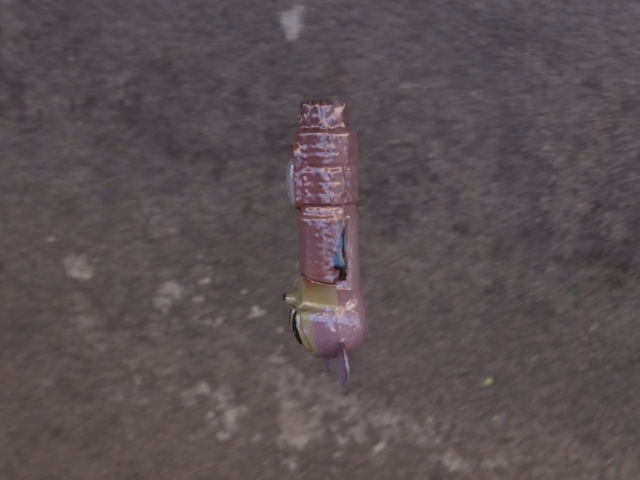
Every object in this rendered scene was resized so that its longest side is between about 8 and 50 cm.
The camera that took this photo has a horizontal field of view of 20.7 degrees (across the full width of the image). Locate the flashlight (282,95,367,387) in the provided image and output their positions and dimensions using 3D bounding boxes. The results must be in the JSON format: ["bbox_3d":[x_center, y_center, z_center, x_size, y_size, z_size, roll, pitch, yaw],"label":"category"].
[{"bbox_3d":[0.000,0.000,0.671,0.031,0.052,0.110,-4,98,-10],"label":"flashlight"}]
